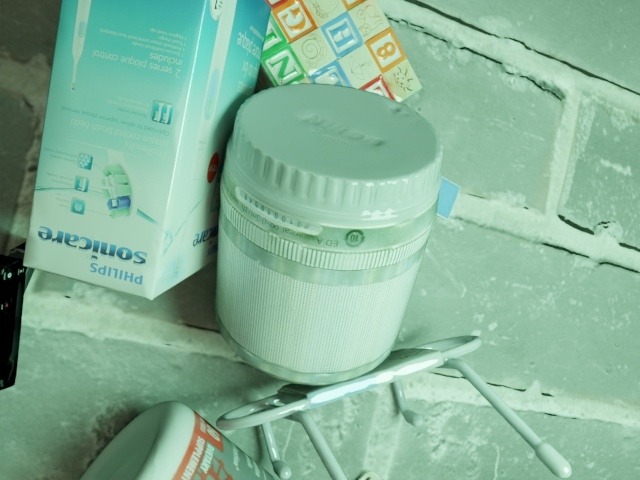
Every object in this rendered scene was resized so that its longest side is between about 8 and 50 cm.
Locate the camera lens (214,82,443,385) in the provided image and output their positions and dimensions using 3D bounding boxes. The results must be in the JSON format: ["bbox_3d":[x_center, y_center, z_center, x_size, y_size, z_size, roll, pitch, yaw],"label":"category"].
[{"bbox_3d":[0.000,0.000,0.646,0.219,0.219,0.274,-6,130,-20],"label":"camera lens"}]

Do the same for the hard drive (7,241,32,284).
[{"bbox_3d":[-0.318,0.049,0.621,0.022,0.135,0.094,23,85,-21],"label":"hard drive"}]

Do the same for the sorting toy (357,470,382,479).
[{"bbox_3d":[0.067,0.360,0.825,0.083,0.045,0.075,-29,94,-16],"label":"sorting toy"}]

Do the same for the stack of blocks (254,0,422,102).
[{"bbox_3d":[-0.027,-0.268,0.739,0.171,0.087,0.297,-35,103,-15],"label":"stack of blocks"}]

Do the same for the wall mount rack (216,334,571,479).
[{"bbox_3d":[0.076,0.207,0.672,0.350,0.304,0.131,-14,86,-23],"label":"wall mount rack"}]

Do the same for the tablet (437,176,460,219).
[{"bbox_3d":[0.158,-0.070,0.858,0.083,0.006,0.054,25,83,-20],"label":"tablet"}]

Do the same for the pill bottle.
[{"bbox_3d":[-0.099,0.368,0.674,0.363,0.210,0.210,45,78,-16],"label":"pill bottle"}]

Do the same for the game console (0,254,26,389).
[{"bbox_3d":[-0.351,-0.047,0.514,0.213,0.044,0.361,12,100,4],"label":"game console"}]

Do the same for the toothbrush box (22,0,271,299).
[{"bbox_3d":[-0.155,-0.117,0.590,0.126,0.216,0.296,15,99,4],"label":"toothbrush box"}]
